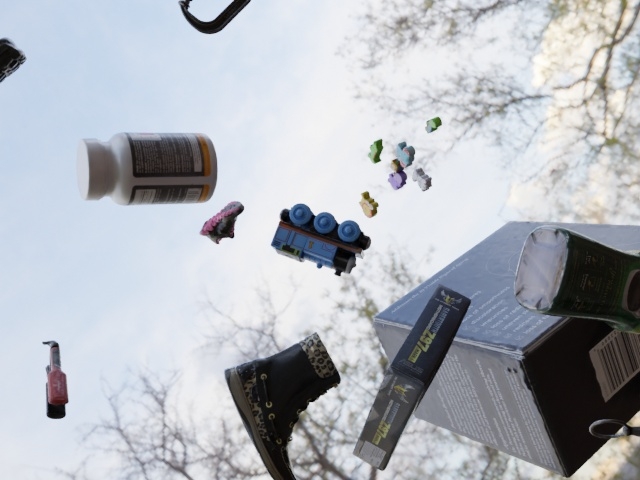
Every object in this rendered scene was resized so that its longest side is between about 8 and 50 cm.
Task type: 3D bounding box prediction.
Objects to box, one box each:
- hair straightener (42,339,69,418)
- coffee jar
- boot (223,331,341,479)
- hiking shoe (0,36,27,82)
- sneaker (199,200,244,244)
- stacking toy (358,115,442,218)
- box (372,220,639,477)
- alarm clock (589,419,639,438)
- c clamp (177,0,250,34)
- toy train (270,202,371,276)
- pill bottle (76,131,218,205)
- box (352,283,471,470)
[{"bbox_3d":[-0.573,0.298,1.704,0.047,0.230,0.089,2,-59,-29],"label":"hair straightener"},{"bbox_3d":[0.309,0.047,0.883,0.185,0.079,0.096,14,-89,-26],"label":"coffee jar"},{"bbox_3d":[-0.037,0.284,1.323,0.179,0.236,0.085,-26,2,-9],"label":"boot"},{"bbox_3d":[-0.606,-0.311,1.350,0.113,0.304,0.132,-51,-58,-27],"label":"hiking shoe"},{"bbox_3d":[-0.178,-0.031,1.532,0.119,0.057,0.047,-34,19,36],"label":"sneaker"},{"bbox_3d":[0.173,-0.155,1.694,0.167,0.052,0.221,-26,-30,-23],"label":"stacking toy"},{"bbox_3d":[0.460,0.192,1.715,0.480,0.472,0.297,-32,-70,-25],"label":"box"},{"bbox_3d":[0.370,0.193,0.802,0.129,0.192,0.064,74,-159,-53],"label":"alarm clock"},{"bbox_3d":[-0.199,-0.453,1.463,0.160,0.137,0.022,-56,-3,-18],"label":"c clamp"},{"bbox_3d":[0.000,0.000,1.504,0.080,0.184,0.105,48,-118,-79],"label":"toy train"},{"bbox_3d":[-0.377,-0.156,1.741,0.279,0.162,0.162,-3,-57,-27],"label":"pill bottle"},{"bbox_3d":[0.132,0.202,1.169,0.183,0.059,0.232,-51,-16,-44],"label":"box"}]
